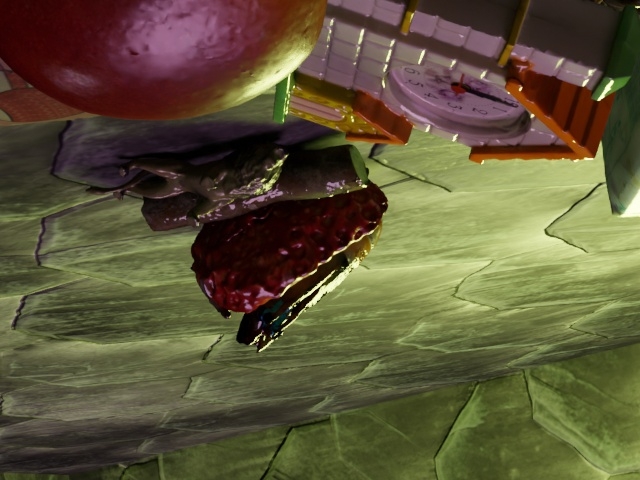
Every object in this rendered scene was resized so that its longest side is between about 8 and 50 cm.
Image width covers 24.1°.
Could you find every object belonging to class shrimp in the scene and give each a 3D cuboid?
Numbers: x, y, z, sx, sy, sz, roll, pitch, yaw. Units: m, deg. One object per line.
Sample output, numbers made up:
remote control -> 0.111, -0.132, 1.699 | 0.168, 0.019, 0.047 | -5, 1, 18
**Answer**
shrimp -> -0.049, 0.049, 1.791 | 0.222, 0.054, 0.290 | -17, -159, 40

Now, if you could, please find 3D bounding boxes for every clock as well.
clock -> 0.101, -0.136, 1.149 | 0.255, 0.106, 0.220 | 19, 164, 2

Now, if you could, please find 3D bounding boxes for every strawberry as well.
strawberry -> -0.047, -0.022, 1.699 | 0.236, 0.111, 0.190 | -31, -164, 1

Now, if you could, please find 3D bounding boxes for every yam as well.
yam -> -0.072, -0.059, 1.623 | 0.253, 0.061, 0.061 | -11, 165, 16

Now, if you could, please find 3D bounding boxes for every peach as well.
peach -> -0.106, -0.179, 0.904 | 0.243, 0.199, 0.243 | -3, 156, -1

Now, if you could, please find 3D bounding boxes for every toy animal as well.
toy animal -> -0.139, -0.058, 1.565 | 0.219, 0.086, 0.069 | -4, 126, 5

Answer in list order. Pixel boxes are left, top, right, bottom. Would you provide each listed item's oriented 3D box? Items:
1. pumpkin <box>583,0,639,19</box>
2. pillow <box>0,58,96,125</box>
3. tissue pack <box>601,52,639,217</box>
pumpkin -> 0.246, -0.203, 1.139 | 0.248, 0.126, 0.131 | -18, 160, 33
pillow -> -0.224, -0.149, 1.162 | 0.223, 0.084, 0.236 | -9, 161, 5
tissue pack -> 0.422, -0.147, 1.375 | 0.287, 0.162, 0.388 | -8, 166, 1
